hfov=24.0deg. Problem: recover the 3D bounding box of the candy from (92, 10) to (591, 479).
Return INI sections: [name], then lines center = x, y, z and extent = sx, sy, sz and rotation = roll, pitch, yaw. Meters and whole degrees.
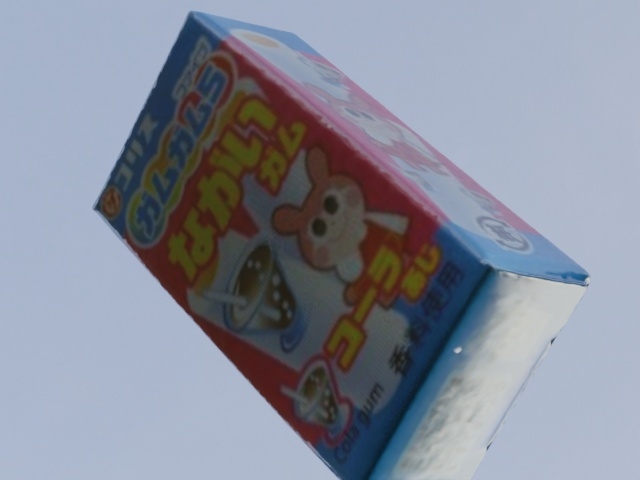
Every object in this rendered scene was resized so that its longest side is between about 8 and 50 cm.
[candy]
center = -0.001, 0.000, 0.897
extent = 0.306, 0.100, 0.157
rotation = 44, -66, 40
